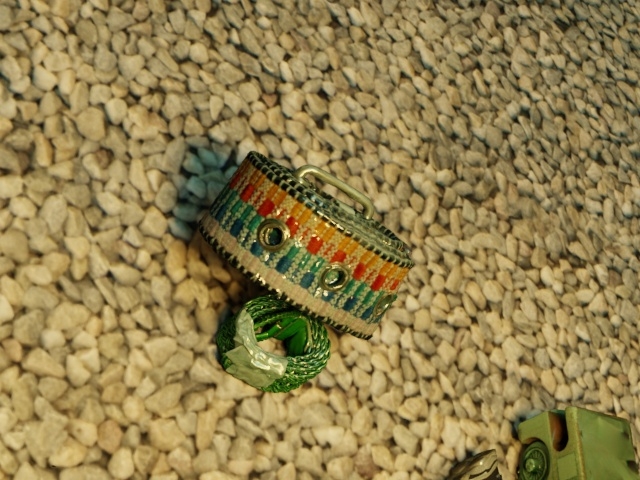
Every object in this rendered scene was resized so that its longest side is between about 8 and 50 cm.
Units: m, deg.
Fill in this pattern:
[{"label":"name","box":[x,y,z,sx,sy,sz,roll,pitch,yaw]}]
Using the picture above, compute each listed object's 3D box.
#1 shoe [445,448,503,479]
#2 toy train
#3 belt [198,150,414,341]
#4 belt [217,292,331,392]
[{"label":"shoe","box":[0.204,0.358,1.725,0.169,0.071,0.099,-33,93,-45]},{"label":"toy train","box":[0.367,0.386,1.769,0.129,0.159,0.326,15,57,-28]},{"label":"belt","box":[0.000,0.000,1.661,0.295,0.160,0.207,31,7,-20]},{"label":"belt","box":[-0.056,0.129,1.651,0.151,0.079,0.121,8,60,-33]}]
